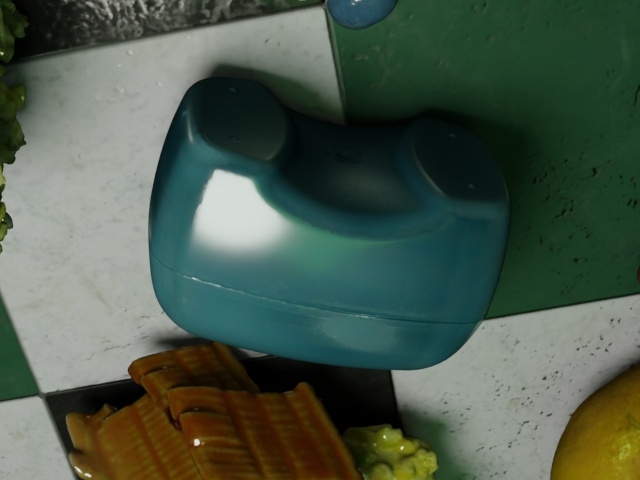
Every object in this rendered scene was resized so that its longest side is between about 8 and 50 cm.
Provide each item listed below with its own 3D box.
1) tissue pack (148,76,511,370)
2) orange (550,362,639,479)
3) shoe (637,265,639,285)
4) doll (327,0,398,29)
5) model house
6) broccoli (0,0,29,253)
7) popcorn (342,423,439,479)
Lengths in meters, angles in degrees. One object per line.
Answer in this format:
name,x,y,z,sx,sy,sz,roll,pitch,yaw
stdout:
tissue pack,0.000,0.000,0.919,0.287,0.198,0.206,9,120,-11
orange,0.361,0.250,1.064,0.279,0.279,0.235,-23,148,11
shoe,0.404,-0.016,0.997,0.137,0.114,0.291,44,103,-6
doll,0.021,-0.205,0.880,0.076,0.050,0.083,-39,119,24
model house,-0.091,0.216,1.064,0.229,0.199,0.219,-32,142,3
broccoli,-0.356,-0.101,0.753,0.293,0.348,0.281,5,112,-13
popcorn,0.062,0.262,1.117,0.142,0.173,0.173,5,123,-19
